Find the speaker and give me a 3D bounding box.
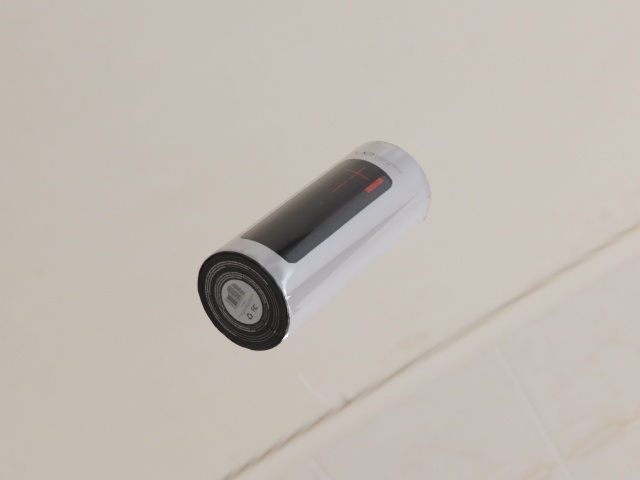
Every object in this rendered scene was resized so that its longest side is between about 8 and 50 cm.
[{"bbox_3d":[0.000,0.000,0.744,0.055,0.055,0.136,9,-149,34],"label":"speaker"}]
